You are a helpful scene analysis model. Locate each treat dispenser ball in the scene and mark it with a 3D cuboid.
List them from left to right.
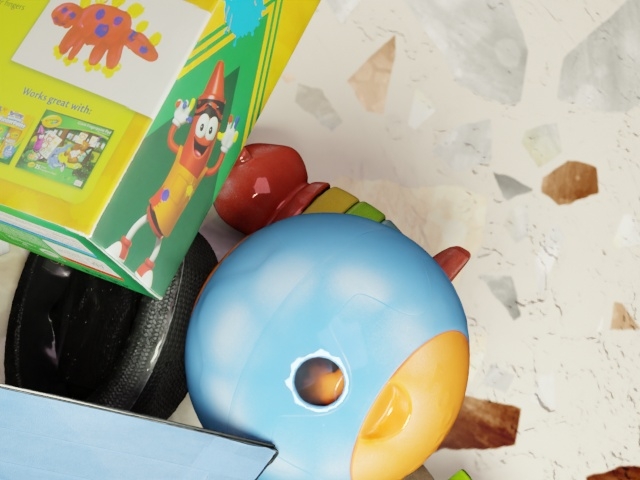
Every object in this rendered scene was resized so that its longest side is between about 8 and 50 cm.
[{"bbox_3d":[0.007,0.115,1.522,0.288,0.288,0.288,2,80,-13],"label":"treat dispenser ball"}]

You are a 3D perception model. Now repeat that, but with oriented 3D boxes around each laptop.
[{"bbox_3d":[-0.293,0.344,1.423,0.382,0.236,0.408,15,82,-19],"label":"laptop"}]

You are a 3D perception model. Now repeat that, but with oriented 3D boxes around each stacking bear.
[{"bbox_3d":[0.000,0.000,1.741,0.289,0.175,0.164,41,67,7],"label":"stacking bear"}]

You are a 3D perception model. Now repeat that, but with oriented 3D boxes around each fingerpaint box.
[{"bbox_3d":[-0.281,-0.186,1.585,0.445,0.163,0.371,17,73,30],"label":"fingerpaint box"}]

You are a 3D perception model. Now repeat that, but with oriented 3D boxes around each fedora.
[{"bbox_3d":[-0.203,0.080,1.648,0.152,0.334,0.334,23,74,-39],"label":"fedora"}]

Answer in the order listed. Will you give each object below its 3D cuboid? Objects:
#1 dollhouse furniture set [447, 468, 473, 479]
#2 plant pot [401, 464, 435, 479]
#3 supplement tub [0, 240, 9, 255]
[{"bbox_3d":[0.110,0.430,1.730,0.301,0.151,0.197,-39,69,1],"label":"dollhouse furniture set"},{"bbox_3d":[0.027,0.332,1.605,0.230,0.215,0.215,-27,87,-9],"label":"plant pot"},{"bbox_3d":[-0.406,-0.006,1.685,0.107,0.071,0.071,-13,83,-15],"label":"supplement tub"}]
